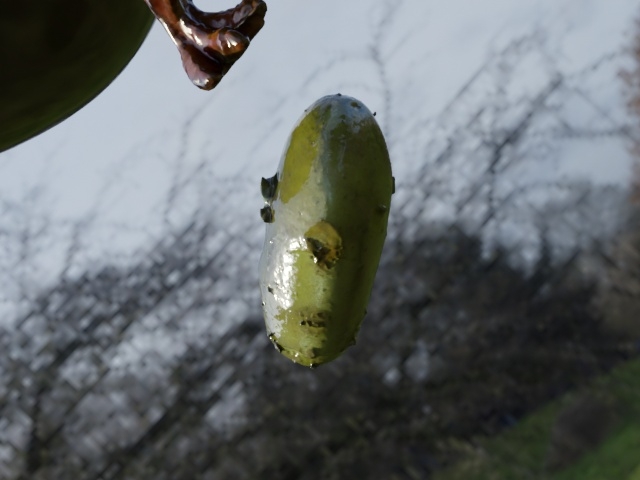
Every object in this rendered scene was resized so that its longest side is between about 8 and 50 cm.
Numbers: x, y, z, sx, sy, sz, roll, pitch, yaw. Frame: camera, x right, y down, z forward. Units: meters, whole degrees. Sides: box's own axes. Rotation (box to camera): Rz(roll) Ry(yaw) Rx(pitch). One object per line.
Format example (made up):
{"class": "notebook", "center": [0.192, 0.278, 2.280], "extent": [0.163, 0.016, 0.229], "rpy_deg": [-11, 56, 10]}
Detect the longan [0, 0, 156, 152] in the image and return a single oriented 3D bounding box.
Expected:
{"class": "longan", "center": [-0.285, -0.210, 1.249], "extent": [0.361, 0.361, 0.361], "rpy_deg": [-46, -8, -8]}

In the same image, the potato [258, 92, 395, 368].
{"class": "potato", "center": [0.000, 0.000, 1.148], "extent": [0.105, 0.085, 0.188], "rpy_deg": [-82, 0, -57]}

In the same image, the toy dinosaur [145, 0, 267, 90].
{"class": "toy dinosaur", "center": [-0.079, -0.170, 0.749], "extent": [0.097, 0.208, 0.432], "rpy_deg": [-42, 8, -25]}
